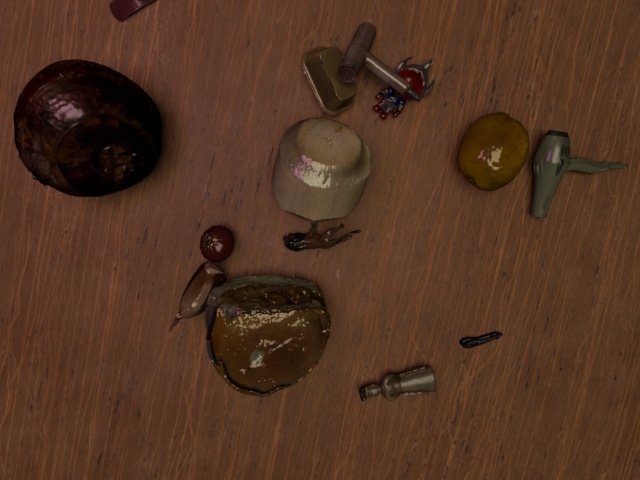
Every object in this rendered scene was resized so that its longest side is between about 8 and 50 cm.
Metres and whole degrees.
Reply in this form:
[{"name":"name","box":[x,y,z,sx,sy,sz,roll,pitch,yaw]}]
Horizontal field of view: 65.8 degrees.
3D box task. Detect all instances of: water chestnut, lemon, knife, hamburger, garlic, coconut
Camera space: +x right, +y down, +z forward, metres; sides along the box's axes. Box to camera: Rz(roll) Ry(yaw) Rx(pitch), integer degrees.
[{"name":"water chestnut","box":[-0.568,-0.276,1.221,0.351,0.350,0.302,-35,53,3]},{"name":"lemon","box":[0.444,-0.229,1.272,0.170,0.170,0.207,29,89,-3]},{"name":"knife","box":[0.453,0.278,1.395,0.121,0.018,0.031,-17,97,-1]},{"name":"hamburger","box":[-0.138,0.245,1.280,0.318,0.195,0.276,2,106,-13]},{"name":"garlic","box":[-0.330,0.145,1.317,0.090,0.128,0.198,39,90,-2]},{"name":"coconut","box":[-0.003,-0.164,1.244,0.238,0.265,0.237,9,55,-13]}]

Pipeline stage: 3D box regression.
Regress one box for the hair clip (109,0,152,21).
[{"name":"hair clip","box":[-0.488,-0.627,1.293,0.137,0.022,0.054,-29,98,2]}]

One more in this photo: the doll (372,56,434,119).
[{"name":"doll","box":[0.223,-0.402,1.305,0.195,0.062,0.104,-44,77,12]}]

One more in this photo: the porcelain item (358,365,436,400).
[{"name":"porcelain item","box":[0.213,0.407,1.387,0.213,0.054,0.084,-11,93,0]}]

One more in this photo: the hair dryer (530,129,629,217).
[{"name":"hair dryer","box":[0.673,-0.149,1.334,0.267,0.092,0.229,22,103,-12]}]

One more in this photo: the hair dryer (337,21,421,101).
[{"name":"hair dryer","box":[0.170,-0.441,1.255,0.221,0.053,0.195,24,57,-7]}]

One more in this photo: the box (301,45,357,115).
[{"name":"box","box":[0.025,-0.419,1.286,0.111,0.111,0.177,-25,99,2]}]

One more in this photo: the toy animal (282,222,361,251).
[{"name":"toy animal","box":[0.007,-0.010,1.328,0.220,0.086,0.069,-11,119,23]}]

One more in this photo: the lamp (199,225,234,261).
[{"name":"lamp","box":[-0.277,0.009,1.325,0.101,0.090,0.101,-9,72,30]}]
